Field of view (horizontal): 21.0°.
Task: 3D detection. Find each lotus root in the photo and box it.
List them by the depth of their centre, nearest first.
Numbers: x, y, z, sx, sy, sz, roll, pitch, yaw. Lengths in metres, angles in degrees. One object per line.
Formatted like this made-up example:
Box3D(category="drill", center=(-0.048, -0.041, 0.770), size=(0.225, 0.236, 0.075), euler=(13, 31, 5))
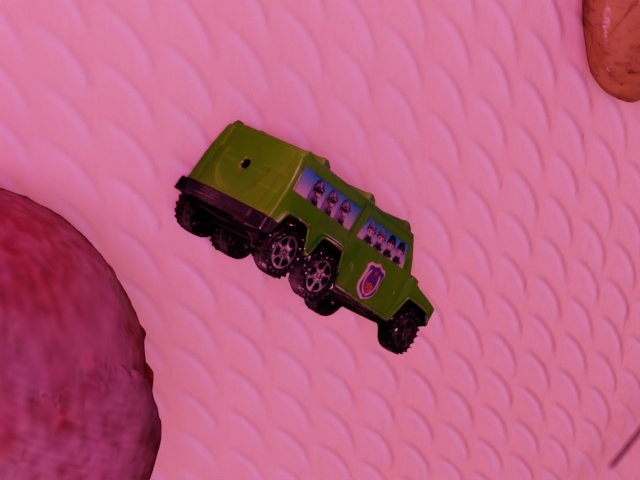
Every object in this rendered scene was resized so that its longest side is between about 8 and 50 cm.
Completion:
Box3D(category="lotus root", center=(0.176, -0.116, 0.924), size=(0.072, 0.063, 0.152), euler=(-44, 138, -17))

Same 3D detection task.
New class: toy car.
Box3D(category="toy car", center=(0.000, 0.000, 0.868), size=(0.165, 0.071, 0.062), euler=(35, 84, -50))

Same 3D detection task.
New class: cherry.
Box3D(category="cherry", center=(-0.179, 0.068, 0.693), size=(0.250, 0.175, 0.192), euler=(13, 127, -47))
